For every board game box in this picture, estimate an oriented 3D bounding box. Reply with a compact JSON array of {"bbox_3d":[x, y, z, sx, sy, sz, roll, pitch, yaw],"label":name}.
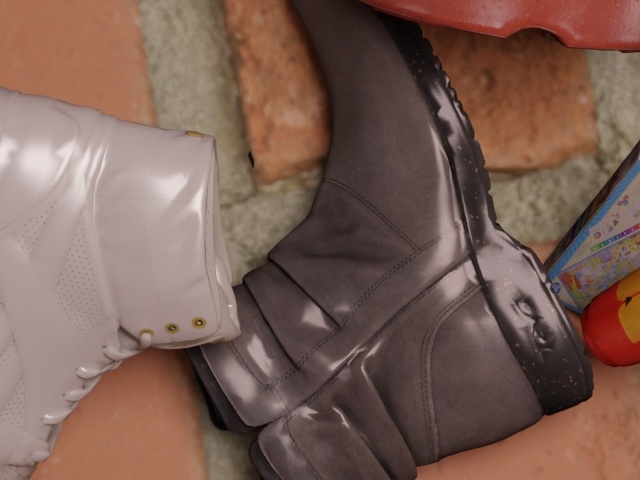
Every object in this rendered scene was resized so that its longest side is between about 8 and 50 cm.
[{"bbox_3d":[0.209,0.006,1.063,0.103,0.154,0.026,27,53,-3],"label":"board game box"}]

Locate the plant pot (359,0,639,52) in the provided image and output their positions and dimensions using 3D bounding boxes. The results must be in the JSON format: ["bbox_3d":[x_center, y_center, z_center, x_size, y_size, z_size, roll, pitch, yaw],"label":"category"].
[{"bbox_3d":[0.121,-0.252,0.934,0.272,0.272,0.265,7,107,-5],"label":"plant pot"}]

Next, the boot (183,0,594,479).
[{"bbox_3d":[0.000,0.000,1.065,0.223,0.118,0.338,-26,80,0],"label":"boot"}]

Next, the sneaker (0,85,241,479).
[{"bbox_3d":[-0.134,0.067,0.999,0.169,0.108,0.292,10,110,-2],"label":"sneaker"}]

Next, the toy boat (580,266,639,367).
[{"bbox_3d":[0.288,0.131,1.003,0.318,0.148,0.267,54,41,-6],"label":"toy boat"}]

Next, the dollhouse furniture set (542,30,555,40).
[{"bbox_3d":[0.194,-0.181,1.102,0.081,0.114,0.091,0,81,-10],"label":"dollhouse furniture set"}]
